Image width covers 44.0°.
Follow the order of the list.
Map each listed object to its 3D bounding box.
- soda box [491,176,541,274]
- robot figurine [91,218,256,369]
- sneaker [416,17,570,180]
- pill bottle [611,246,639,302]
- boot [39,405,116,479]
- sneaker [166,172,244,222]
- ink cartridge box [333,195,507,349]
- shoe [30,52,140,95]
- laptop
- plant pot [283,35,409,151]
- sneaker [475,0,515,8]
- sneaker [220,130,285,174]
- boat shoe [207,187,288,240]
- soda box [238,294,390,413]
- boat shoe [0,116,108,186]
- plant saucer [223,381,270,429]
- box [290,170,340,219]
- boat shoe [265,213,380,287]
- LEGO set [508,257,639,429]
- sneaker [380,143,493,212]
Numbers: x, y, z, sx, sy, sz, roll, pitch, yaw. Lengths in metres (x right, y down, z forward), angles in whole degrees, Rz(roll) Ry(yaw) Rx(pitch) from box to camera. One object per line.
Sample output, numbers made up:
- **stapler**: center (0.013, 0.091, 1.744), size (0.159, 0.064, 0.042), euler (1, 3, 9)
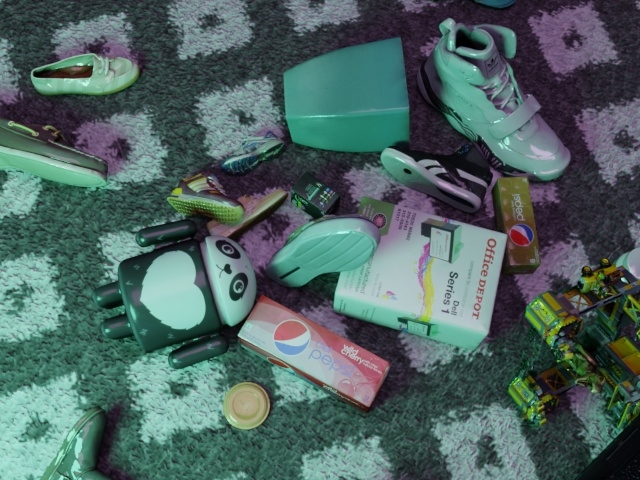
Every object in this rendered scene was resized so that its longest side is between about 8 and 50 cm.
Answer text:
- **soda box**: center (0.373, -0.029, 1.518), size (0.061, 0.058, 0.182), euler (-2, 68, -2)
- **robot figurine**: center (-0.250, 0.093, 1.391), size (0.278, 0.209, 0.174), euler (-16, 32, -7)
- **sneaker**: center (0.344, -0.274, 1.531), size (0.366, 0.210, 0.137), euler (43, 74, 14)
- **pill bottle**: center (0.565, 0.065, 1.443), size (0.078, 0.137, 0.078), euler (1, 69, -1)
- **boot**: center (-0.346, 0.406, 1.321), size (0.208, 0.076, 0.190), euler (28, 85, 16)
- **sneaker**: center (-0.206, -0.089, 1.489), size (0.185, 0.070, 0.084), euler (12, 62, 35)
- **ink cartridge box**: center (0.181, 0.060, 1.446), size (0.278, 0.117, 0.202), euler (15, 69, 4)
- **shoe**: center (-0.479, -0.339, 1.617), size (0.218, 0.058, 0.077), euler (-9, 69, -5)
- **laptop**: center (0.551, 0.409, 1.263), size (0.234, 0.264, 0.136), euler (-49, 40, 8)
- **plant pot**: center (0.050, -0.273, 1.557), size (0.234, 0.166, 0.166), euler (-6, 69, 5)
- **sneaker**: center (0.307, -0.586, 1.697), size (0.261, 0.125, 0.104), euler (8, 68, 2)
- **sneaker**: center (-0.140, -0.176, 1.573), size (0.135, 0.052, 0.058), euler (-25, 61, -18)
- **boat shoe**: center (-0.141, -0.057, 1.513), size (0.170, 0.063, 0.059), euler (-35, 79, -13)
- **soda box**: center (-0.012, 0.202, 1.405), size (0.263, 0.083, 0.092), euler (26, 70, 9)
- **boat shoe**: center (-0.554, -0.180, 1.526), size (0.324, 0.117, 0.097), euler (13, 72, 10)
- **plant saucer**: center (-0.131, 0.292, 1.404), size (0.083, 0.013, 0.084), euler (0, 68, -1)
- **box**: center (-0.010, -0.081, 1.526), size (0.083, 0.062, 0.052), euler (35, 71, 11)
- **boat shoe**: center (0.000, 0.000, 1.383), size (0.109, 0.302, 0.094), euler (33, 59, -23)
- **LEGO set**: center (0.459, 0.211, 1.289), size (0.254, 0.331, 0.192), euler (-15, 46, -21)
- **sneaker**: center (0.234, -0.152, 1.558), size (0.216, 0.079, 0.121), euler (29, 67, 1)
